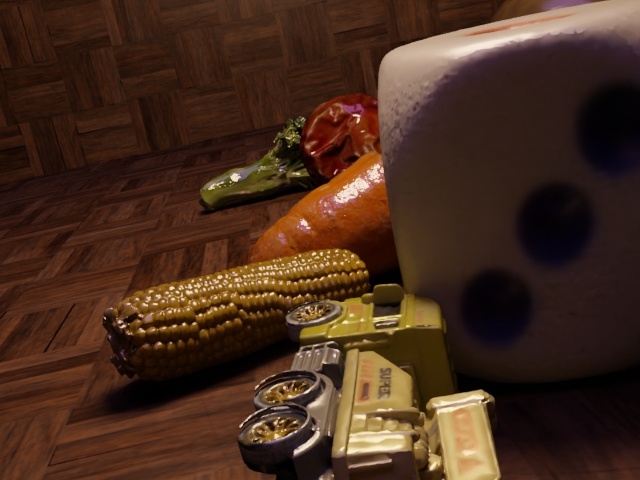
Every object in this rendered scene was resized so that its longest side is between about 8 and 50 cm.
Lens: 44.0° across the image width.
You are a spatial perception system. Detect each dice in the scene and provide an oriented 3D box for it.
[{"bbox_3d":[0.213,-0.060,0.774,0.277,0.304,0.304,-10,15,11],"label":"dice"}]

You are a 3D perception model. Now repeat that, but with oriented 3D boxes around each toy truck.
[{"bbox_3d":[0.046,0.129,0.565,0.157,0.124,0.272,-10,16,10],"label":"toy truck"}]

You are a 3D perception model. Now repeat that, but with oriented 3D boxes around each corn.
[{"bbox_3d":[-0.086,0.080,0.894,0.305,0.106,0.106,-13,15,-23],"label":"corn"}]

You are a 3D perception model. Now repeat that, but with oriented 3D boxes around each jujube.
[{"bbox_3d":[0.088,-0.188,1.572,0.216,0.216,0.342,-7,4,16],"label":"jujube"}]

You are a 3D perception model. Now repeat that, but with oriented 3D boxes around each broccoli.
[{"bbox_3d":[-0.122,-0.147,1.702,0.304,0.165,0.145,-26,25,-10],"label":"broccoli"}]

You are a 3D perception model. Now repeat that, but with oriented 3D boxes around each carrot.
[{"bbox_3d":[0.000,0.000,1.041,0.225,0.159,0.159,-25,18,-12],"label":"carrot"}]

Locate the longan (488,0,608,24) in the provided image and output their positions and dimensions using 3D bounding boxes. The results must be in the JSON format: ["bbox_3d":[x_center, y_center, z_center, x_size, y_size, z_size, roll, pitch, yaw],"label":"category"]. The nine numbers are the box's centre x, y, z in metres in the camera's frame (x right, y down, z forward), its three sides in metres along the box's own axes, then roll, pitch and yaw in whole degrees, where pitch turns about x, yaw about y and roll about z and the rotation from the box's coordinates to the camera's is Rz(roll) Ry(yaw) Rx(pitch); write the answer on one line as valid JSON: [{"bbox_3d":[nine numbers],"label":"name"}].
[{"bbox_3d":[0.534,-0.404,1.705,0.404,0.336,0.404,-5,15,1],"label":"longan"}]
